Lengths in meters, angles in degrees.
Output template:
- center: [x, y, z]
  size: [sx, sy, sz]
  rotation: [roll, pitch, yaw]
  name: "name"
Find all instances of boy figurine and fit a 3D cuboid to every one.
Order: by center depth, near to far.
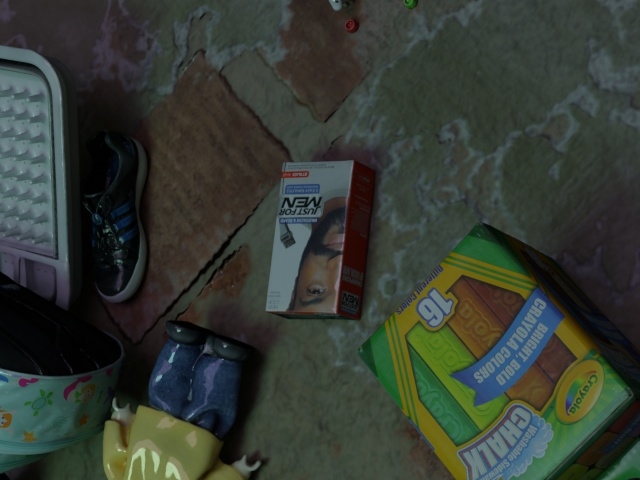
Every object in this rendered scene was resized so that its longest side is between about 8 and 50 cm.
- center: [-0.153, 0.236, 1.728]
  size: [0.177, 0.092, 0.285]
  rotation: [16, 90, 8]
  name: "boy figurine"

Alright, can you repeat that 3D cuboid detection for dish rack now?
- center: [-0.386, -0.078, 1.909]
  size: [0.285, 0.072, 0.333]
  rotation: [12, 111, 34]
  name: "dish rack"

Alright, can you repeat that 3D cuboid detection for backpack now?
- center: [-0.351, 0.145, 1.756]
  size: [0.253, 0.225, 0.191]
  rotation: [19, 106, 26]
  name: "backpack"

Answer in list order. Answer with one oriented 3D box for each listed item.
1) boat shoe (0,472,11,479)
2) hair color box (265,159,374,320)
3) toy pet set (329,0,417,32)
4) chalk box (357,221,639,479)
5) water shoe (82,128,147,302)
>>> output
- center: [-0.398, 0.287, 1.810]
  size: [0.066, 0.183, 0.066]
  rotation: [-43, 66, -1]
  name: "boat shoe"
- center: [0.000, 0.000, 1.718]
  size: [0.093, 0.053, 0.167]
  rotation: [-1, 78, 31]
  name: "hair color box"
- center: [0.056, -0.307, 1.756]
  size: [0.122, 0.065, 0.114]
  rotation: [-21, 67, 25]
  name: "toy pet set"
- center: [0.210, 0.155, 1.471]
  size: [0.180, 0.179, 0.289]
  rotation: [-48, 58, 13]
  name: "chalk box"
- center: [-0.252, -0.029, 1.866]
  size: [0.073, 0.080, 0.203]
  rotation: [-9, 73, 30]
  name: "water shoe"
